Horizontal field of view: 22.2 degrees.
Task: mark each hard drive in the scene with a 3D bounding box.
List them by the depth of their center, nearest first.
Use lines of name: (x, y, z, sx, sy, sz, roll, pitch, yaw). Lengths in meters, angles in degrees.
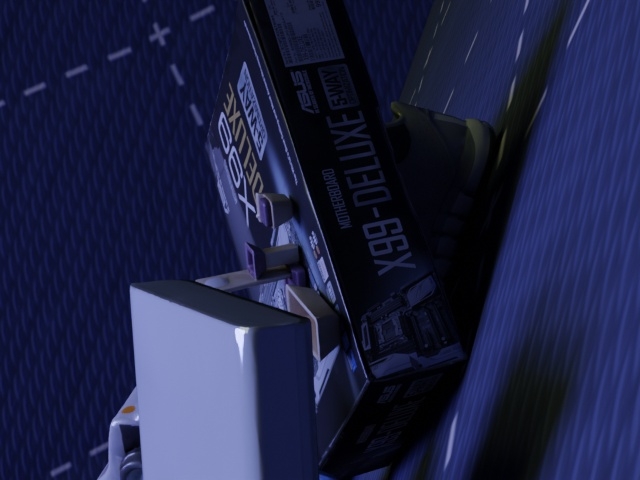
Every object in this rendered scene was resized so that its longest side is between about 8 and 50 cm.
hard drive: (-0.048, 0.183, 0.852, 0.203, 0.040, 0.308, -168, 75, -67)

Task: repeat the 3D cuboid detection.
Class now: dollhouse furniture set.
dollhouse furniture set: (-0.042, 0.031, 1.094, 0.114, 0.081, 0.091, -134, 36, -61)

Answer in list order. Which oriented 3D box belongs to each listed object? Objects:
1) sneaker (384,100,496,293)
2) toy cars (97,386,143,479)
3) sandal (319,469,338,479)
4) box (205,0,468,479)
sneaker: (0.049, -0.008, 1.334, 0.086, 0.132, 0.229, 118, 172, -79)
toy cars: (-0.086, 0.212, 1.193, 0.394, 0.087, 0.176, 53, -141, -61)
sandal: (-0.011, 0.190, 0.964, 0.317, 0.138, 0.126, 129, 164, -80)
box: (0.000, 0.000, 1.216, 0.242, 0.076, 0.307, 114, 141, -63)
